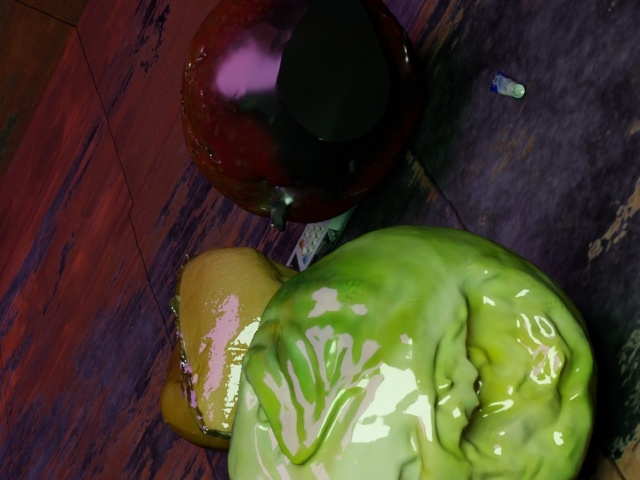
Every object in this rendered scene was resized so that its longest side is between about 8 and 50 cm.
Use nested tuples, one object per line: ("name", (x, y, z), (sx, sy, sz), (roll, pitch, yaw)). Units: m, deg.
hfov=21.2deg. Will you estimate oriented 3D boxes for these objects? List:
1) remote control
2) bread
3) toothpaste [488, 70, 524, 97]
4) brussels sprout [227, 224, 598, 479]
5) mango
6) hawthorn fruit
("remote control", (0.000, 0.000, 2.074), (0.166, 0.029, 0.065), (-61, 25, 29))
("bread", (-0.057, 0.104, 1.865), (0.162, 0.204, 0.262), (-43, 44, 31))
("toothpaste", (0.195, -0.164, 1.805), (0.024, 0.015, 0.083), (-67, 17, 6))
("brussels sprout", (0.071, 0.140, 1.459), (0.344, 0.268, 0.344), (-27, 34, 20))
("mango", (-0.126, 0.175, 2.052), (0.249, 0.156, 0.151), (-151, 47, -66))
("hawthorn fruit", (-0.020, -0.172, 1.945), (0.316, 0.316, 0.316), (-48, 31, 41))
